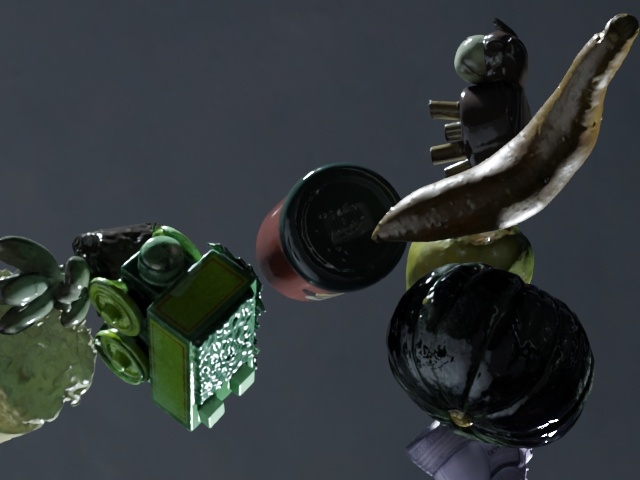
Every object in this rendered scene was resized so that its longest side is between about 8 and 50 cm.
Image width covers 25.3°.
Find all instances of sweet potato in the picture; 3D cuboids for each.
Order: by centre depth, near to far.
[{"bbox_3d":[0.207,-0.085,1.436,0.108,0.346,0.079,26,29,-42],"label":"sweet potato"}]

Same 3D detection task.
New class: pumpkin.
[{"bbox_3d":[0.176,0.121,1.487,0.221,0.161,0.220,23,-22,10],"label":"pumpkin"}]

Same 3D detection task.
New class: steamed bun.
[{"bbox_3d":[-0.499,0.150,2.075,0.272,0.274,0.290,59,16,-8],"label":"steamed bun"}]

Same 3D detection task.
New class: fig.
[{"bbox_3d":[0.194,0.053,1.942,0.167,0.167,0.233,60,-23,21],"label":"fig"}]

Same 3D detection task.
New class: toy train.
[{"bbox_3d":[-0.181,0.107,1.807,0.188,0.159,0.271,34,-33,19],"label":"toy train"}]

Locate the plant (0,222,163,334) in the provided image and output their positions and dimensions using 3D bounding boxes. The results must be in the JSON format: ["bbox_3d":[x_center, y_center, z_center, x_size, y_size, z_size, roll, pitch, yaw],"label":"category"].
[{"bbox_3d":[-0.331,0.057,1.987,0.149,0.275,0.146,-17,-98,54],"label":"plant"}]

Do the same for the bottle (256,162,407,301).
[{"bbox_3d":[0.000,0.000,1.706,0.144,0.144,0.336,61,-12,0],"label":"bottle"}]

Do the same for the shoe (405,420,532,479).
[{"bbox_3d":[0.217,0.269,1.737,0.245,0.095,0.137,-7,58,-51],"label":"shoe"}]

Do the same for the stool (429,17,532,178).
[{"bbox_3d":[0.196,-0.156,1.715,0.125,0.121,0.217,-20,104,-68],"label":"stool"}]
